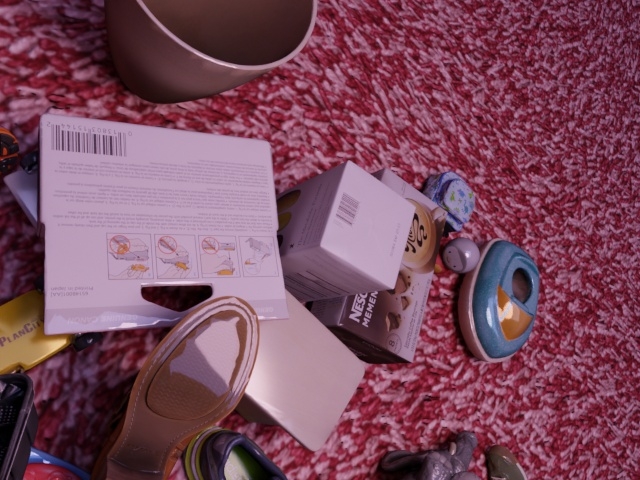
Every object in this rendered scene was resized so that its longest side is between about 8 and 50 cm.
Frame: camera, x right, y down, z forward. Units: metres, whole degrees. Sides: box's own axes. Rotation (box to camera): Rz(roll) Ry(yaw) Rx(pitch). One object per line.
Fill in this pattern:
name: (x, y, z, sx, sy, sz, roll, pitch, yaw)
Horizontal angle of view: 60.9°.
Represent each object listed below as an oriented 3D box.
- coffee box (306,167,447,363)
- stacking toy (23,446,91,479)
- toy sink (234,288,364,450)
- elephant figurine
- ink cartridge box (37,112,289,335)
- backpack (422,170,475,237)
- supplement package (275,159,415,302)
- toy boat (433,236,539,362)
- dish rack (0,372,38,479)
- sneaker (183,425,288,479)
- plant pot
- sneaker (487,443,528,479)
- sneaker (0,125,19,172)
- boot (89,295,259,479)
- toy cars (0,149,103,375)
coffee box: (0.099, 0.049, 0.958, 0.168, 0.119, 0.297, 32, 64, -26)
stacking toy: (-0.282, 0.323, 0.526, 0.166, 0.302, 0.175, 39, 63, -22)
toy sink: (-0.078, 0.176, 0.805, 0.234, 0.131, 0.153, 44, 59, -13)
elephant figurine: (0.189, 0.421, 0.935, 0.186, 0.239, 0.169, 16, 90, 1)
ink cartridge box: (-0.196, -0.015, 0.696, 0.296, 0.066, 0.261, 1, 73, -31)
backpack: (0.265, -0.083, 1.121, 0.105, 0.084, 0.114, 38, 59, -25)
supplement package: (0.000, 0.000, 0.824, 0.134, 0.244, 0.139, 31, 63, -26)
toy boat: (0.332, 0.094, 1.090, 0.318, 0.148, 0.267, 31, 65, -26)
dish rack: (-0.410, 0.239, 0.490, 0.271, 0.208, 0.074, -8, 124, -6)
sneaker: (-0.070, 0.382, 0.741, 0.300, 0.121, 0.111, 50, 57, -1)
plant pot: (-0.186, -0.299, 0.743, 0.256, 0.274, 0.256, 7, 77, -33)
sneaker: (0.372, 0.511, 1.077, 0.086, 0.064, 0.192, -32, 101, -40)
sneaker: (-0.474, -0.089, 0.631, 0.221, 0.083, 0.087, -27, 60, -26)
boot: (-0.177, 0.185, 0.648, 0.109, 0.220, 0.283, 25, 84, -16)
toy cars: (-0.334, 0.017, 0.695, 0.176, 0.087, 0.394, 22, 65, -25)
